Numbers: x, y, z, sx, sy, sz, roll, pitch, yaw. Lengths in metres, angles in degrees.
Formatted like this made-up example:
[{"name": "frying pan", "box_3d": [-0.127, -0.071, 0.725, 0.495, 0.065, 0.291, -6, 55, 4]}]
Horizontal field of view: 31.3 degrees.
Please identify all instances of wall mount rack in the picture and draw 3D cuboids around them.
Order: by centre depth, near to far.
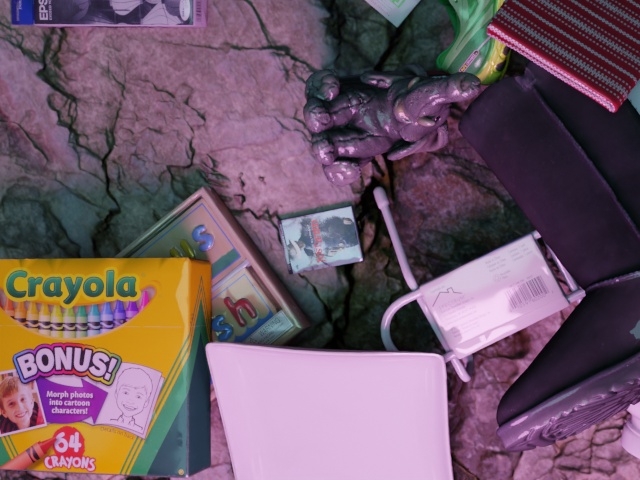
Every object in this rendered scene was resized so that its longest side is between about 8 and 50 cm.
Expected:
[{"name": "wall mount rack", "box_3d": [0.228, 0.021, 1.622, 0.350, 0.130, 0.304, -27, 94, 17]}]

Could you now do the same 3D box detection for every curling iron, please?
[{"name": "curling iron", "box_3d": [0.129, -0.245, 1.650, 0.274, 0.035, 0.068, -9, 86, 17]}]

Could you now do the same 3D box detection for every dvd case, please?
[{"name": "dvd case", "box_3d": [0.000, 0.000, 1.730, 0.119, 0.013, 0.087, -10, 96, 17]}]

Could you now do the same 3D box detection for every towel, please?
[{"name": "towel", "box_3d": [0.353, -0.300, 1.489, 0.199, 0.275, 0.031, 33, 147, 7]}]

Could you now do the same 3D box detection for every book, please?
[{"name": "book", "box_3d": [0.122, -0.390, 1.634, 0.096, 0.035, 0.144, 41, 104, 2]}]

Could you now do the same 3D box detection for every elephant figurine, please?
[{"name": "elephant figurine", "box_3d": [0.109, -0.172, 1.566, 0.239, 0.186, 0.169, -15, 131, 11]}]

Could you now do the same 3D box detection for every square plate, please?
[{"name": "square plate", "box_3d": [0.025, 0.282, 1.690, 0.347, 0.049, 0.344, 1, 124, 15]}]

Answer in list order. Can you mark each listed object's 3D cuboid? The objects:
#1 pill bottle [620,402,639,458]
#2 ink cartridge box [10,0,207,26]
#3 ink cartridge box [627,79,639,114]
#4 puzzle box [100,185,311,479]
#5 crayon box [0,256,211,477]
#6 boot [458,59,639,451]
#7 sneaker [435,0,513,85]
[{"name": "pill bottle", "box_3d": [0.505, 0.139, 1.531, 0.181, 0.181, 0.323, 14, 102, 12]}, {"name": "ink cartridge box", "box_3d": [-0.336, -0.405, 1.733, 0.333, 0.065, 0.165, 2, 99, 15]}, {"name": "ink cartridge box", "box_3d": [0.436, -0.177, 1.573, 0.223, 0.045, 0.224, -8, 96, 15]}, {"name": "puzzle box", "box_3d": [-0.250, 0.142, 1.761, 0.409, 0.052, 0.272, -39, 79, 11]}, {"name": "crayon box", "box_3d": [-0.347, 0.182, 1.703, 0.363, 0.106, 0.313, -1, 89, 15]}, {"name": "boot", "box_3d": [0.294, -0.005, 1.447, 0.367, 0.146, 0.445, -29, 66, 3]}, {"name": "sneaker", "box_3d": [0.212, -0.362, 1.554, 0.123, 0.109, 0.295, 7, 89, 10]}]
